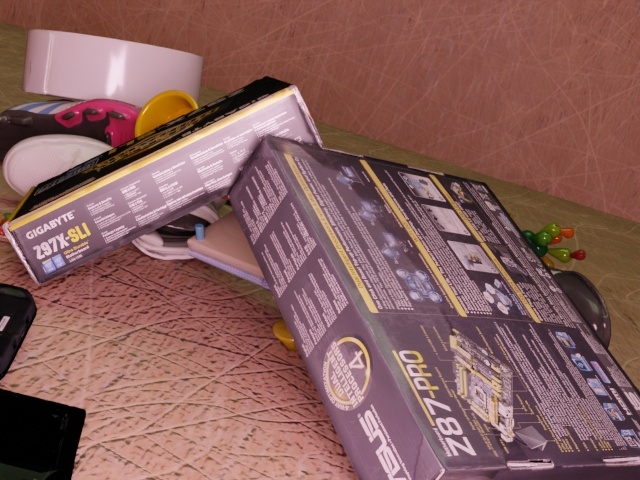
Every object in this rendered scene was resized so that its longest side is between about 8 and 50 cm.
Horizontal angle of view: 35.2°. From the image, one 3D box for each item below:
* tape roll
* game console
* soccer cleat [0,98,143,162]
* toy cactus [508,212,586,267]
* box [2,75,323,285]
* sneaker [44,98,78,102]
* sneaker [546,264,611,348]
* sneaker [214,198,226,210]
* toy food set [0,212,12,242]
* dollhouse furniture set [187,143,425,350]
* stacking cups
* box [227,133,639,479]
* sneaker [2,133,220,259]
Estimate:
[{"bbox_3d":[-0.335,-0.269,1.632,0.286,0.100,0.286,9,7,-1],"label":"tape roll"},{"bbox_3d":[-0.279,0.099,0.768,0.213,0.044,0.361,17,13,-10],"label":"game console"},{"bbox_3d":[-0.332,-0.162,1.491,0.331,0.116,0.143,7,20,25],"label":"soccer cleat"},{"bbox_3d":[0.386,0.009,1.955,0.219,0.112,0.180,7,-3,-29],"label":"toy cactus"},{"bbox_3d":[-0.173,-0.079,1.117,0.322,0.079,0.257,-26,13,-3],"label":"box"},{"bbox_3d":[-0.337,-0.170,1.703,0.276,0.098,0.135,5,17,-37],"label":"sneaker"},{"bbox_3d":[0.273,0.083,1.450,0.146,0.122,0.330,-9,25,-24],"label":"sneaker"},{"bbox_3d":[-0.224,-0.149,1.594,0.161,0.102,0.282,53,-3,-23],"label":"sneaker"},{"bbox_3d":[-0.367,-0.018,1.189,0.082,0.020,0.083,9,15,-33],"label":"toy food set"},{"bbox_3d":[-0.047,0.030,1.246,0.286,0.198,0.303,18,36,29],"label":"dollhouse furniture set"},{"bbox_3d":[-0.133,-0.098,1.400,0.096,0.096,0.316,24,-7,29],"label":"stacking cups"},{"bbox_3d":[0.121,0.077,0.955,0.318,0.097,0.395,9,39,-39],"label":"box"},{"bbox_3d":[-0.262,-0.057,1.302,0.292,0.108,0.169,14,10,-18],"label":"sneaker"}]
